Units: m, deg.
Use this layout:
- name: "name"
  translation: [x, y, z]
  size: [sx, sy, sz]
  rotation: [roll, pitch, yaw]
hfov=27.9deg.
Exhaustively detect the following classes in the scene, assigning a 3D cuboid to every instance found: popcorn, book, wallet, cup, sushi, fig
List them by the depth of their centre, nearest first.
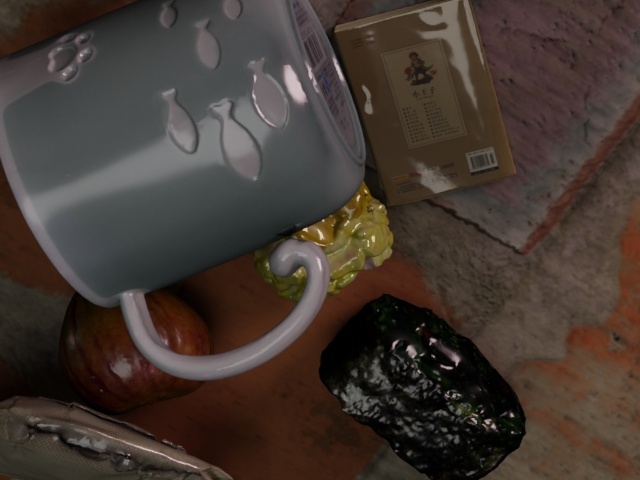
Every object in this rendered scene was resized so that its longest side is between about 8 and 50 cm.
- name: "cup"
  translation: [-0.100, -0.058, 1.171]
  size: [0.274, 0.259, 0.356]
  rotation: [-22, 77, 11]
- name: "book"
  translation: [0.105, -0.137, 1.283]
  size: [0.138, 0.016, 0.198]
  rotation: [-13, 115, 11]
- name: "popcorn"
  translation: [0.000, 0.000, 1.303]
  size: [0.145, 0.125, 0.126]
  rotation: [-15, 124, 24]
- name: "fig"
  translation: [-0.215, 0.104, 1.363]
  size: [0.202, 0.149, 0.148]
  rotation: [32, 158, 16]
- name: "sushi"
  translation: [0.113, 0.157, 1.370]
  size: [0.225, 0.124, 0.127]
  rotation: [41, 112, -9]
- name: "wallet"
  translation: [-0.254, 0.241, 1.406]
  size: [0.335, 0.068, 0.275]
  rotation: [24, 156, -16]
